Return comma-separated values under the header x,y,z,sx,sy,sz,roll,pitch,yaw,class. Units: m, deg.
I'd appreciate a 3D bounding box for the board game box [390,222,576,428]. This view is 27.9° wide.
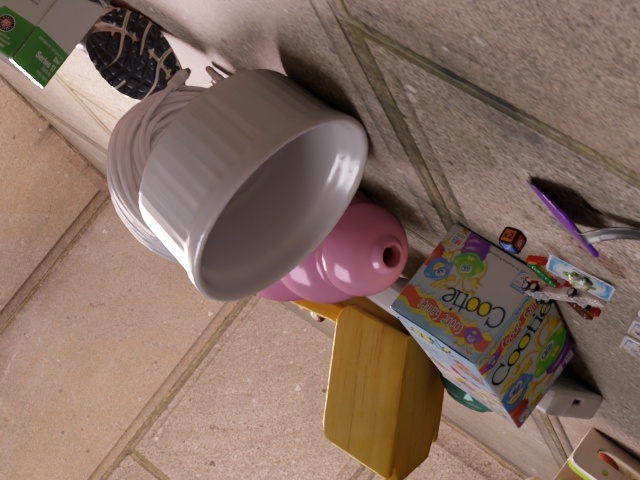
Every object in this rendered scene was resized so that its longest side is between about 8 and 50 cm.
x,y,z,sx,sy,sz,roll,pitch,yaw,class
0.223,0.118,1.709,0.144,0.142,0.275,34,171,30,board game box

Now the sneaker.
x,y,z,sx,sy,sz,roll,pitch,yaw,class
-0.293,-0.292,1.876,0.283,0.110,0.122,37,-170,18,sneaker

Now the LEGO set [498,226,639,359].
x,y,z,sx,sy,sz,roll,pitch,yaw,class
0.309,0.056,1.418,0.244,0.060,0.182,28,164,13,LEGO set

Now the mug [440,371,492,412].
x,y,z,sx,sy,sz,roll,pitch,yaw,class
0.270,0.226,2.151,0.129,0.097,0.158,31,-169,25,mug

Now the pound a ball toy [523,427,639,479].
x,y,z,sx,sy,sz,roll,pitch,yaw,class
0.522,0.472,2.291,0.319,0.136,0.208,35,136,15,pound a ball toy

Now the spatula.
x,y,z,sx,sy,sz,roll,pitch,yaw,class
0.285,-0.001,1.184,0.084,0.030,0.296,45,169,-30,spatula

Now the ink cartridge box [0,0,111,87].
x,y,z,sx,sy,sz,roll,pitch,yaw,class
-0.319,-0.304,1.464,0.153,0.208,0.087,35,174,23,ink cartridge box

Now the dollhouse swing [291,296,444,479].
x,y,z,sx,sy,sz,roll,pitch,yaw,class
0.031,0.201,2.139,0.305,0.315,0.347,9,-175,16,dollhouse swing

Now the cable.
x,y,z,sx,sy,sz,roll,pitch,yaw,class
-0.166,-0.088,1.745,0.257,0.257,0.089,45,145,6,cable

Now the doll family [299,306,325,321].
x,y,z,sx,sy,sz,roll,pitch,yaw,class
0.019,0.057,2.437,0.163,0.118,0.263,43,154,4,doll family

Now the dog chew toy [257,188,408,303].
x,y,z,sx,sy,sz,roll,pitch,yaw,class
0.000,0.000,1.860,0.206,0.206,0.332,43,162,-33,dog chew toy

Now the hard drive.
x,y,z,sx,sy,sz,roll,pitch,yaw,class
0.246,0.159,1.978,0.353,0.047,0.233,32,-173,29,hard drive

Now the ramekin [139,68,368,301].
x,y,z,sx,sy,sz,roll,pitch,yaw,class
-0.085,-0.073,1.551,0.135,0.277,0.277,42,174,23,ramekin
